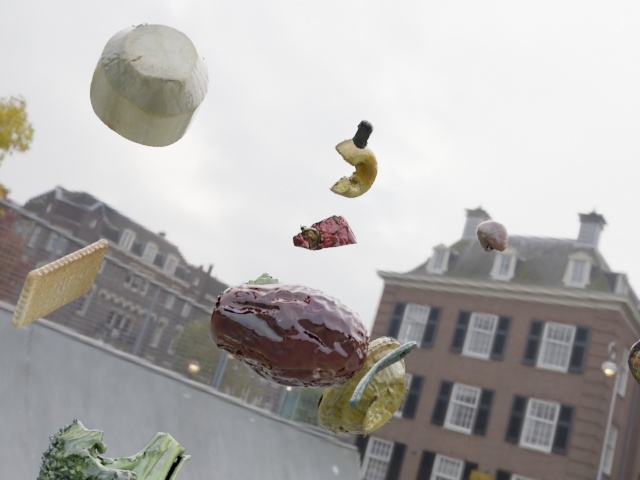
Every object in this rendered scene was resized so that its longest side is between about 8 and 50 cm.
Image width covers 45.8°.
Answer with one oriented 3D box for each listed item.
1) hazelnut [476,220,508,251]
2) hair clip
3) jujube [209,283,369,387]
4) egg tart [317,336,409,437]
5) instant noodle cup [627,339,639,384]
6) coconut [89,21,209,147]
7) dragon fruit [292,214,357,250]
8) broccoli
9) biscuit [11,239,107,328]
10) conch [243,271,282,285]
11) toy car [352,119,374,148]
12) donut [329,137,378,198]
[{"bbox_3d":[0.418,-0.008,1.853,0.086,0.086,0.086,16,-17,5],"label":"hazelnut"},{"bbox_3d":[0.128,0.277,1.612,0.036,0.229,0.066,46,-39,11],"label":"hair clip"},{"bbox_3d":[-0.055,0.169,1.395,0.290,0.197,0.197,15,-17,-1],"label":"jujube"},{"bbox_3d":[0.122,0.364,1.827,0.115,0.290,0.290,37,-6,31],"label":"egg tart"},{"bbox_3d":[0.630,0.154,1.164,0.251,0.190,0.251,29,-26,16],"label":"instant noodle cup"},{"bbox_3d":[-0.452,-0.405,2.013,0.323,0.323,0.323,16,-17,5],"label":"coconut"},{"bbox_3d":[-0.002,-0.020,2.150,0.192,0.092,0.122,-9,1,-35],"label":"dragon fruit"},{"bbox_3d":[-0.398,0.510,1.452,0.375,0.249,0.302,52,10,-11],"label":"broccoli"},{"bbox_3d":[-0.574,0.091,1.677,0.030,0.160,0.249,34,28,10],"label":"biscuit"},{"bbox_3d":[-0.126,0.115,1.673,0.089,0.121,0.074,13,-43,-15],"label":"conch"},{"bbox_3d":[0.107,-0.267,1.911,0.041,0.025,0.093,38,-31,9],"label":"toy car"},{"bbox_3d":[0.105,-0.204,2.190,0.146,0.181,0.078,-11,30,-34],"label":"donut"}]
